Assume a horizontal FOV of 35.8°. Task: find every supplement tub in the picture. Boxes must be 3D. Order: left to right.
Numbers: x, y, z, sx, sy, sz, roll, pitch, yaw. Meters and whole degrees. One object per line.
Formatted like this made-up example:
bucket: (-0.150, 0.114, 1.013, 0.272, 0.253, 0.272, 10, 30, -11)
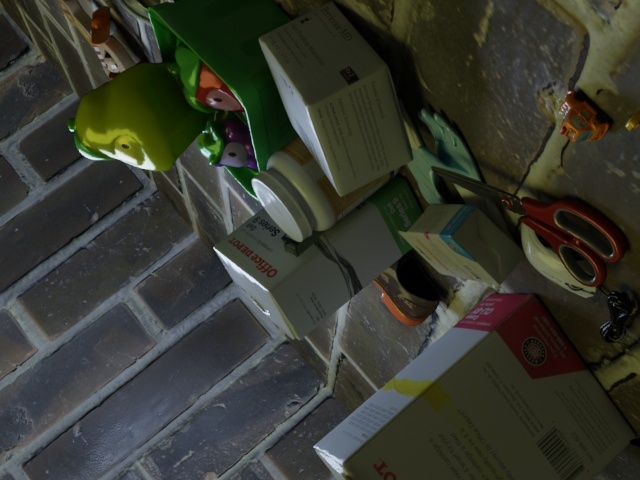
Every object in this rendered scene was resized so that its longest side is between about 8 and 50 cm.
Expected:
supplement tub: (0.009, -0.105, 1.522, 0.144, 0.199, 0.144, 48, 166, 16)

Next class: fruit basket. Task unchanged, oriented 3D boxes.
fruit basket: (-0.204, -0.205, 1.614, 0.283, 0.392, 0.392, 46, 165, 21)

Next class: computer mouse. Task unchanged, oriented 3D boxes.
computer mouse: (0.316, 0.046, 1.257, 0.193, 0.042, 0.106, 46, 166, 22)

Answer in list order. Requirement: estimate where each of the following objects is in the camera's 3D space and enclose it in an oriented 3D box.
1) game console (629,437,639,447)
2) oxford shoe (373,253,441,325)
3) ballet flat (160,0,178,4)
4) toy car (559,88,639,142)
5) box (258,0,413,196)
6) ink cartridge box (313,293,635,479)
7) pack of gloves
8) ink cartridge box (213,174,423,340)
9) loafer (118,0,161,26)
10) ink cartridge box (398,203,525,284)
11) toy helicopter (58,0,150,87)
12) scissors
game console: (0.483, 0.291, 1.286, 0.107, 0.071, 0.122, 55, 166, -13)
oxford shoe: (0.117, 0.027, 1.794, 0.271, 0.097, 0.098, 46, 146, 4)
ballet flat: (-0.219, -0.409, 1.691, 0.106, 0.107, 0.316, 35, 162, 28)
toy car: (0.269, -0.124, 0.972, 0.060, 0.040, 0.122, 52, 167, -3)
box: (0.022, -0.193, 1.352, 0.181, 0.119, 0.182, 58, 173, 42)
ink cartridge box: (0.226, 0.302, 1.480, 0.279, 0.384, 0.160, 54, 166, -9)
pack of gloves: (0.158, -0.094, 1.401, 0.232, 0.046, 0.195, 59, 164, -26)
ink cartridge box: (0.000, 0.000, 1.632, 0.211, 0.289, 0.121, 32, 157, 53)
loafer: (-0.292, -0.449, 1.886, 0.251, 0.094, 0.087, 41, 141, 5)
ink cartridge box: (0.196, 0.002, 1.411, 0.104, 0.061, 0.181, 43, 169, -16)
toy helicopter: (-0.552, -0.500, 2.461, 0.355, 0.140, 0.235, 49, 164, 22)
scissors: (0.248, -0.049, 1.222, 0.297, 0.021, 0.109, 42, 151, 31)
